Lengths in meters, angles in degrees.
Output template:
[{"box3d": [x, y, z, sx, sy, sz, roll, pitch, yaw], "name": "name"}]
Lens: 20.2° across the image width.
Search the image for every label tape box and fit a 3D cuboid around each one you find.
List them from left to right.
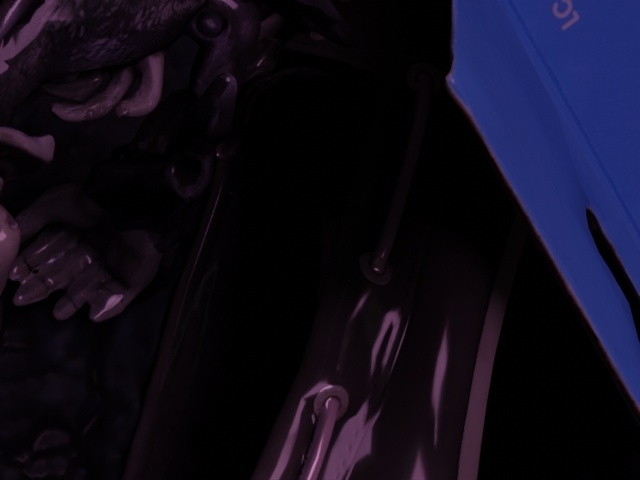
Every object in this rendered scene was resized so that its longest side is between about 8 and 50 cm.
[{"box3d": [0.131, -0.075, 0.555, 0.240, 0.106, 0.333, 55, 23, -33], "name": "label tape box"}]

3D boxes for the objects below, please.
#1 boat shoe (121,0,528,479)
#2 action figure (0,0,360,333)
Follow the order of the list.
[{"box3d": [0.000, 0.000, 0.550, 0.095, 0.112, 0.335, 23, 61, -30], "name": "boat shoe"}, {"box3d": [-0.103, -0.027, 0.476, 0.164, 0.141, 0.275, 34, 69, -15], "name": "action figure"}]
